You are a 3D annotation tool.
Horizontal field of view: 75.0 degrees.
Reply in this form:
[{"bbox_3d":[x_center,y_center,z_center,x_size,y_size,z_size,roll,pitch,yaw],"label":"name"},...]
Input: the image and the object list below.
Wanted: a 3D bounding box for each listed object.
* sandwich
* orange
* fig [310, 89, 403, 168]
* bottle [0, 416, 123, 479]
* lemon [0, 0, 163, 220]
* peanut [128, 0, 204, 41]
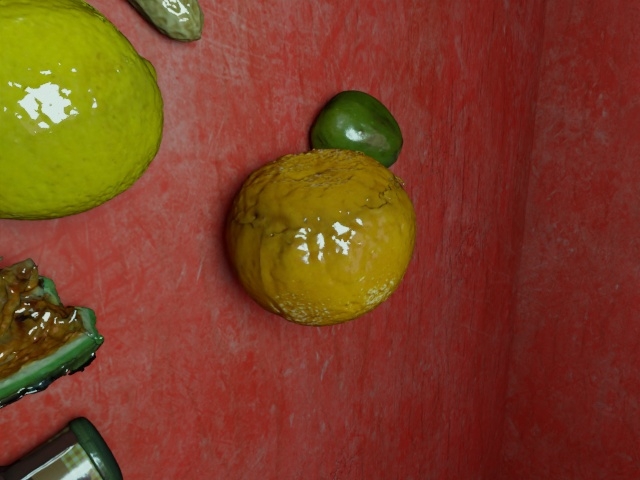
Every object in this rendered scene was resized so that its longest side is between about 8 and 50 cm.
[{"bbox_3d":[-0.430,0.086,0.469,0.250,0.162,0.301,-30,152,-23],"label":"sandwich"},{"bbox_3d":[0.000,0.000,0.759,0.340,0.340,0.293,-34,133,-35],"label":"orange"},{"bbox_3d":[0.082,-0.222,0.902,0.181,0.191,0.181,18,90,-81],"label":"fig"},{"bbox_3d":[-0.424,0.379,0.565,0.271,0.143,0.156,-31,95,-39],"label":"bottle"},{"bbox_3d":[-0.315,-0.146,0.467,0.267,0.267,0.267,-13,109,-43],"label":"lemon"},{"bbox_3d":[-0.241,-0.369,0.594,0.194,0.093,0.083,40,58,-41],"label":"peanut"}]
